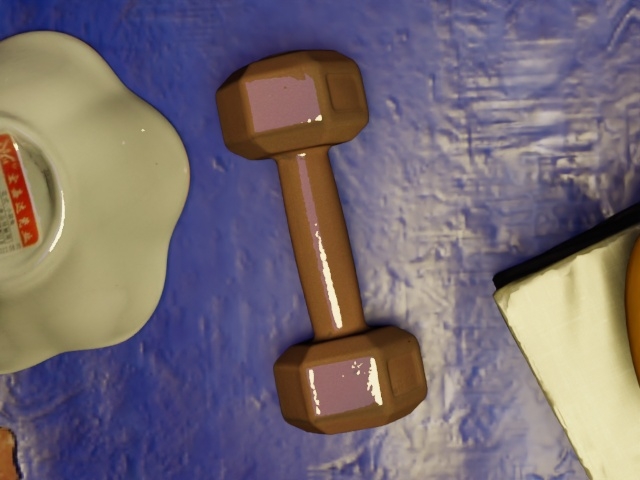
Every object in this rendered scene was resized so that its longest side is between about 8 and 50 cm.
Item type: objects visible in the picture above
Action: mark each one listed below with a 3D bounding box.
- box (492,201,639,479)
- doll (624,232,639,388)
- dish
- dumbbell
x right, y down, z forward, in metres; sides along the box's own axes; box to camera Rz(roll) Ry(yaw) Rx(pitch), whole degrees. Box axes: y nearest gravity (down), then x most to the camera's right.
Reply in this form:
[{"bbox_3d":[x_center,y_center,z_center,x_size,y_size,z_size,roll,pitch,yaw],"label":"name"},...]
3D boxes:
[{"bbox_3d":[0.233,0.039,0.777,0.231,0.149,0.155,-29,88,7],"label":"box"},{"bbox_3d":[0.254,0.061,0.616,0.213,0.213,0.236,-21,130,7],"label":"doll"},{"bbox_3d":[-0.200,-0.024,0.864,0.229,0.081,0.229,0,91,7],"label":"dish"},{"bbox_3d":[0.000,0.000,0.839,0.082,0.092,0.231,-12,91,35],"label":"dumbbell"}]
